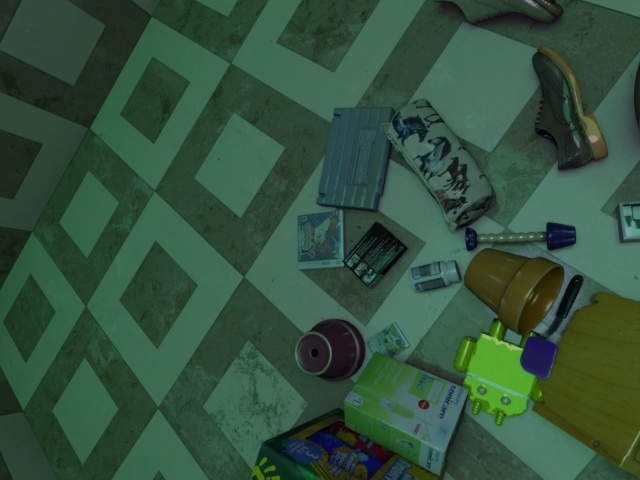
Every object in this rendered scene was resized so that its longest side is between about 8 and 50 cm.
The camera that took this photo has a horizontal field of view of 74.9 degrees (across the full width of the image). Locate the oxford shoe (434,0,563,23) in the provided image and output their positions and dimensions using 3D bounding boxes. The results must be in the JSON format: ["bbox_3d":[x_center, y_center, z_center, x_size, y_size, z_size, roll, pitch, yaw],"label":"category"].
[{"bbox_3d":[0.538,-0.738,1.291,0.397,0.140,0.146,38,130,22],"label":"oxford shoe"}]

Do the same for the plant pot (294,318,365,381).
[{"bbox_3d":[0.016,0.349,1.320,0.201,0.180,0.201,-5,78,27],"label":"plant pot"}]

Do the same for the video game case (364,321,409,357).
[{"bbox_3d":[0.209,0.326,1.320,0.122,0.011,0.087,-38,66,17],"label":"video game case"}]

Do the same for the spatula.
[{"bbox_3d":[0.609,0.214,1.085,0.296,0.030,0.084,-55,29,-12],"label":"spatula"}]

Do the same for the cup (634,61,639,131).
[{"bbox_3d":[0.884,-0.398,0.956,0.331,0.331,0.236,-14,49,25],"label":"cup"}]

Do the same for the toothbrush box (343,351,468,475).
[{"bbox_3d":[0.235,0.466,1.161,0.283,0.206,0.122,18,130,28],"label":"toothbrush box"}]

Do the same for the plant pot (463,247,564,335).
[{"bbox_3d":[0.500,0.116,1.116,0.188,0.205,0.205,34,97,44],"label":"plant pot"}]

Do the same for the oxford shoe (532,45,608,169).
[{"bbox_3d":[0.646,-0.368,1.153,0.133,0.130,0.363,-24,71,28],"label":"oxford shoe"}]

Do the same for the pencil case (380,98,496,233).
[{"bbox_3d":[0.352,-0.224,1.254,0.184,0.160,0.410,-28,69,0],"label":"pencil case"}]

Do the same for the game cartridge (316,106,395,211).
[{"bbox_3d":[0.124,-0.283,1.444,0.230,0.068,0.354,9,85,24],"label":"game cartridge"}]

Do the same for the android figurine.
[{"bbox_3d":[0.495,0.361,1.144,0.248,0.056,0.272,20,89,28],"label":"android figurine"}]

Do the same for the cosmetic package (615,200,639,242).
[{"bbox_3d":[0.872,-0.052,1.017,0.239,0.060,0.098,-5,80,26],"label":"cosmetic package"}]

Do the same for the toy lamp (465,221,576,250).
[{"bbox_3d":[0.551,-0.008,1.164,0.275,0.080,0.080,-4,79,26],"label":"toy lamp"}]

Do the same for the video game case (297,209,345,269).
[{"bbox_3d":[0.000,0.000,1.477,0.184,0.023,0.201,-6,79,26],"label":"video game case"}]

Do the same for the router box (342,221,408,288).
[{"bbox_3d":[0.176,0.047,1.365,0.179,0.046,0.133,-50,63,11],"label":"router box"}]

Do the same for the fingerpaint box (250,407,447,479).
[{"bbox_3d":[0.093,0.619,1.084,0.371,0.445,0.163,15,88,29],"label":"fingerpaint box"}]

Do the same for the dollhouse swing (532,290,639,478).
[{"bbox_3d":[0.776,0.364,0.976,0.346,0.305,0.315,-61,23,-2],"label":"dollhouse swing"}]

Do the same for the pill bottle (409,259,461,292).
[{"bbox_3d":[0.343,0.106,1.251,0.137,0.078,0.078,-16,74,24],"label":"pill bottle"}]
